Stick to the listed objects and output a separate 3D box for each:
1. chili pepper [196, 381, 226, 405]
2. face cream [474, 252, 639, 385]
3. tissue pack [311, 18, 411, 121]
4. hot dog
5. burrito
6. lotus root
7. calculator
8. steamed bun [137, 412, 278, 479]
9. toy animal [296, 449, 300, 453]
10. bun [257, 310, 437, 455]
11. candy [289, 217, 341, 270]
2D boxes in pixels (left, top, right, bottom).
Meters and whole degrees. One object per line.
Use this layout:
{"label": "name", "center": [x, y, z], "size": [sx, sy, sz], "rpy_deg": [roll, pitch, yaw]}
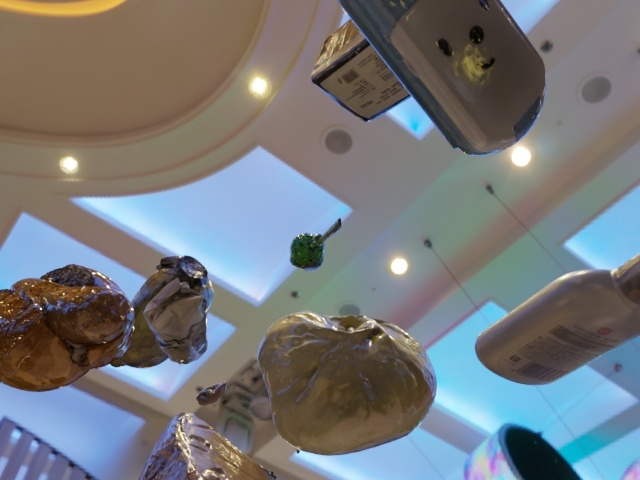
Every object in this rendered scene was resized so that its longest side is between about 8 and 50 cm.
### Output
{"label": "chili pepper", "center": [-0.297, 0.422, 1.786], "size": [0.153, 0.050, 0.041], "rpy_deg": [-30, -26, 36]}
{"label": "face cream", "center": [0.324, 0.094, 0.803], "size": [0.143, 0.071, 0.291], "rpy_deg": [18, -40, -17]}
{"label": "tissue pack", "center": [0.075, -0.213, 0.738], "size": [0.103, 0.090, 0.170], "rpy_deg": [32, -21, -21]}
{"label": "hot dog", "center": [-0.159, 0.049, 0.390], "size": [0.089, 0.140, 0.060], "rpy_deg": [-24, -65, -30]}
{"label": "burrito", "center": [-0.158, 0.099, 0.731], "size": [0.064, 0.064, 0.203], "rpy_deg": [10, -23, -5]}
{"label": "lotus root", "center": [-0.351, 0.176, 1.411], "size": [0.173, 0.173, 0.309], "rpy_deg": [34, -71, -21]}
{"label": "calculator", "center": [0.099, -0.164, 0.512], "size": [0.210, 0.121, 0.039], "rpy_deg": [49, -27, -14]}
{"label": "steamed bun", "center": [-0.175, 0.425, 0.980], "size": [0.251, 0.301, 0.199], "rpy_deg": [41, -94, -17]}
{"label": "toy animal", "center": [-0.038, 0.420, 1.506], "size": [0.098, 0.137, 0.098], "rpy_deg": [-15, -33, -10]}
{"label": "bun", "center": [0.047, 0.253, 1.271], "size": [0.361, 0.361, 0.213], "rpy_deg": [4, -62, 0]}
{"label": "candy", "center": [-0.001, -0.002, 1.502], "size": [0.097, 0.097, 0.323], "rpy_deg": [19, -20, -12]}
